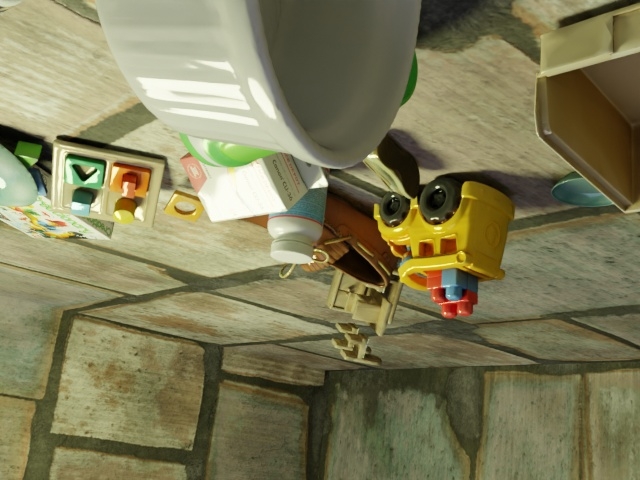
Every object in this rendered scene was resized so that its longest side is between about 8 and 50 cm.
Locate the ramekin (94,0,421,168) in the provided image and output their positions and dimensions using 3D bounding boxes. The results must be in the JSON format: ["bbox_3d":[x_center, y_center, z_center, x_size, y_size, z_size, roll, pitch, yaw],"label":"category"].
[{"bbox_3d":[-0.034,-0.193,0.536,0.135,0.277,0.277,7,165,26],"label":"ramekin"}]

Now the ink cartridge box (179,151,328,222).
[{"bbox_3d":[-0.098,-0.100,1.104,0.198,0.067,0.115,-8,118,38],"label":"ink cartridge box"}]

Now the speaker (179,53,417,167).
[{"bbox_3d":[-0.037,-0.167,0.858,0.131,0.131,0.297,22,157,-40],"label":"speaker"}]

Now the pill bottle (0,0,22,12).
[{"bbox_3d":[-0.334,-0.263,0.756,0.120,0.067,0.067,-6,159,38],"label":"pill bottle"}]

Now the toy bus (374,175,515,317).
[{"bbox_3d":[0.196,0.021,1.238,0.149,0.211,0.220,20,160,-41],"label":"toy bus"}]

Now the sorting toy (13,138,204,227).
[{"bbox_3d":[-0.368,-0.083,1.293,0.348,0.047,0.196,10,142,-13],"label":"sorting toy"}]

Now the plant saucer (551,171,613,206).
[{"bbox_3d":[0.411,-0.081,1.139,0.119,0.021,0.119,6,163,2],"label":"plant saucer"}]

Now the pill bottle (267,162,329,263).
[{"bbox_3d":[-0.036,-0.049,1.178,0.087,0.160,0.087,6,162,2],"label":"pill bottle"}]

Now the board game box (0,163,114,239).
[{"bbox_3d":[-0.568,-0.074,1.484,0.193,0.053,0.305,1,162,15],"label":"board game box"}]

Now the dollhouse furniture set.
[{"bbox_3d":[0.128,0.146,1.688,0.161,0.212,0.242,14,-172,-16],"label":"dollhouse furniture set"}]

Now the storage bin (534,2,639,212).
[{"bbox_3d":[0.396,-0.143,0.771,0.262,0.123,0.260,-8,157,41],"label":"storage bin"}]

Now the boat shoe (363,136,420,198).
[{"bbox_3d":[0.103,-0.108,1.122,0.048,0.056,0.153,6,164,35],"label":"boat shoe"}]

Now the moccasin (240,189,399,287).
[{"bbox_3d":[-0.002,0.000,1.347,0.139,0.146,0.380,-7,158,38],"label":"moccasin"}]

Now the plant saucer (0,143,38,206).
[{"bbox_3d":[-0.569,-0.113,1.256,0.195,0.037,0.195,19,146,13],"label":"plant saucer"}]
